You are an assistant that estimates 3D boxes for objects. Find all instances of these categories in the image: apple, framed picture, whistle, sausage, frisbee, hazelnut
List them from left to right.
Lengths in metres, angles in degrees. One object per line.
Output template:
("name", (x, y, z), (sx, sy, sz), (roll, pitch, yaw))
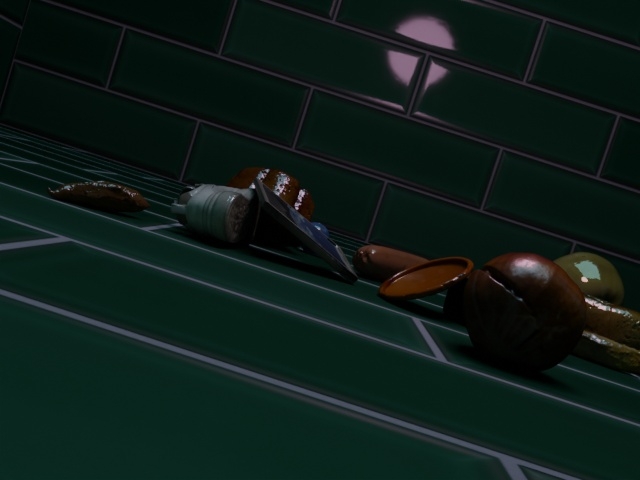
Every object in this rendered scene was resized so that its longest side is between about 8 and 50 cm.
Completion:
("framed picture", (-0.036, -0.022, 1.448), (0.260, 0.023, 0.189), (40, 8, -20))
("whistle", (0.000, 0.000, 1.811), (0.157, 0.090, 0.090), (18, 3, 16))
("sausage", (0.193, 0.068, 1.732), (0.289, 0.086, 0.086), (13, 6, -43))
("frisbee", (0.207, 0.082, 1.358), (0.191, 0.035, 0.192), (-18, 12, 4))
("hazelnut", (0.288, 0.108, 1.025), (0.182, 0.182, 0.182), (18, 3, -1))
("apple", (0.848, 0.169, 2.272), (0.262, 0.263, 0.262), (18, 3, -1))

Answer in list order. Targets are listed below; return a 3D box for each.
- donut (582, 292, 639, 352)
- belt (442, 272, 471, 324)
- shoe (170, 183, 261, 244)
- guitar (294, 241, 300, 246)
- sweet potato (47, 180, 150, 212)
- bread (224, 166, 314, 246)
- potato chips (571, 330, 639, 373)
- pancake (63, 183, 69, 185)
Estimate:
("donut", (0.618, 0.193, 1.564), (0.261, 0.128, 0.208), (22, 4, 31))
("belt", (0.362, 0.137, 1.361), (0.184, 0.105, 0.261), (11, 4, -45))
("shoe", (-0.220, -0.062, 1.436), (0.159, 0.124, 0.316), (10, 2, 4))
("guitar", (-0.118, -0.017, 1.949), (0.088, 0.025, 0.233), (16, 4, -18))
("sweet potato", (-0.406, -0.085, 1.292), (0.205, 0.060, 0.068), (2, -25, -41))
("bread", (-0.135, -0.077, 1.702), (0.246, 0.135, 0.232), (7, -35, 35))
("potato chips", (0.484, 0.190, 1.485), (0.406, 0.057, 0.080), (20, 9, 33))
("pancake", (-0.481, -0.095, 1.450), (0.114, 0.011, 0.115), (20, 2, -1))
